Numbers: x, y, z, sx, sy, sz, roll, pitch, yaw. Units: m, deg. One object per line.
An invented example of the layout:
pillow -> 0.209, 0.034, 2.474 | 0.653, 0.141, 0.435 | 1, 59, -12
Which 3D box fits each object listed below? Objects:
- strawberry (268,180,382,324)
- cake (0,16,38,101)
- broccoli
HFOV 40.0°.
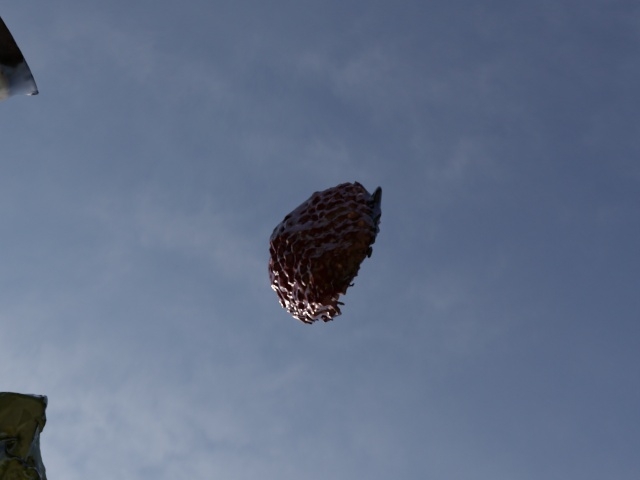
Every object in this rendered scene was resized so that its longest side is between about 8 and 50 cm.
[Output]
strawberry -> 0.000, 0.000, 1.292 | 0.137, 0.306, 0.234 | 28, -98, -3
cake -> -0.396, -0.183, 0.829 | 0.178, 0.185, 0.208 | -38, -77, -16
broccoli -> -0.494, 0.368, 1.273 | 0.323, 0.334, 0.272 | -13, -100, -16
